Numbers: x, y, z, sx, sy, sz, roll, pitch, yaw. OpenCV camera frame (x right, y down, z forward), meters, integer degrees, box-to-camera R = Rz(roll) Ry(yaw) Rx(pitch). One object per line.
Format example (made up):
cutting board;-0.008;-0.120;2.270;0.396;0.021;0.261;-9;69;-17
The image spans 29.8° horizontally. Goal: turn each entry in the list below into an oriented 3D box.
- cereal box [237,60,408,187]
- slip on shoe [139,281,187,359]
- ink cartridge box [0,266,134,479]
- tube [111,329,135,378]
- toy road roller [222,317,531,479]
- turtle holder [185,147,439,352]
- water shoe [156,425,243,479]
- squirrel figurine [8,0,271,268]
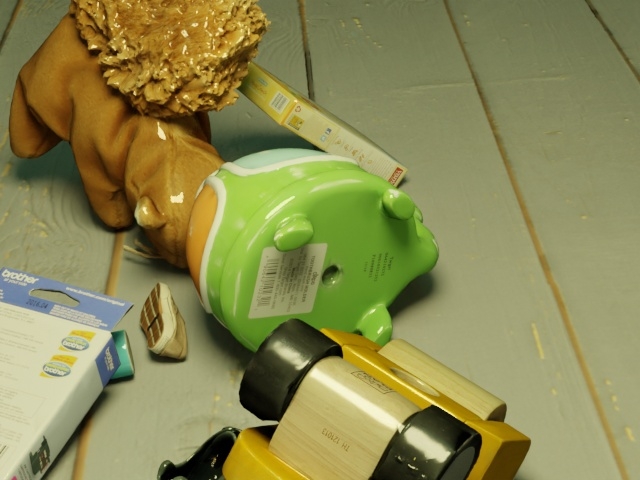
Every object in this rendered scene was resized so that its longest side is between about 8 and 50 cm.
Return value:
cereal box;-0.004;-0.164;1.702;0.240;0.047;0.173;29;9;-41
slip on shoe;-0.184;0.097;1.441;0.041;0.051;0.135;30;13;-24
ink cartridge box;-0.344;0.167;1.271;0.185;0.065;0.311;12;48;21
tube;-0.317;0.148;1.364;0.207;0.052;0.080;-11;29;-5
toy road roller;0.031;0.223;1.107;0.202;0.241;0.329;31;7;23
turtle holder;-0.009;-0.011;1.401;0.320;0.243;0.227;-32;42;-20
water shoe;-0.068;0.221;1.195;0.203;0.080;0.073;-24;38;-30
squirrel figurine;-0.213;-0.167;1.548;0.281;0.397;0.370;-8;44;-26
